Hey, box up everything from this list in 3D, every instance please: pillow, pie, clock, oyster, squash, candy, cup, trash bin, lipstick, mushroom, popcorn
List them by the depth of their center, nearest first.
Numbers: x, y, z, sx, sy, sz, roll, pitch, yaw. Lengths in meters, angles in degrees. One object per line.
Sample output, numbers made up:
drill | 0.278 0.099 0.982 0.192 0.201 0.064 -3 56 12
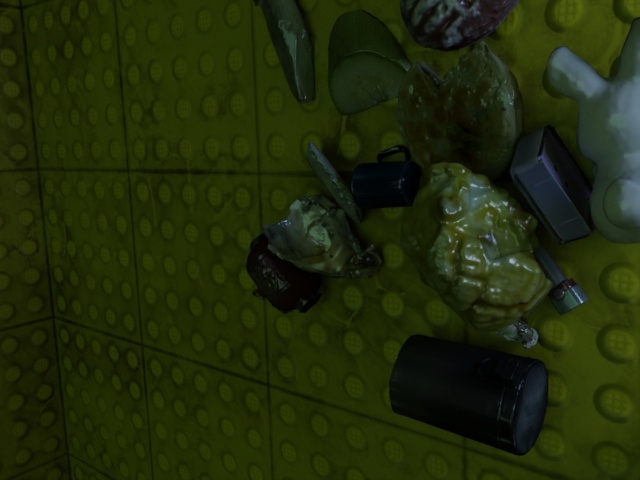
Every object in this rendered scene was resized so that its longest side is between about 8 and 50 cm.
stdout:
clock | 0.451 -0.105 1.162 0.073 0.144 0.193 -25 112 41
popcorn | 0.298 0.027 1.239 0.292 0.294 0.333 124 136 -54
candy | 0.292 -0.526 1.246 0.214 0.157 0.289 52 126 14
lipstick | 0.478 0.063 1.274 0.063 0.057 0.186 -44 68 36
pie | 0.298 -0.255 1.302 0.338 0.075 0.337 32 134 41
trash bin | 0.325 0.331 1.355 0.302 0.203 0.252 7 139 39
oyster | 0.399 0.164 1.371 0.199 0.061 0.106 61 146 16
cup | 0.160 -0.151 1.454 0.138 0.113 0.150 0 100 37
squash | 0.113 -0.454 1.498 0.237 0.155 0.204 -15 125 38
pillow | 0.034 -0.146 1.561 0.051 0.128 0.229 -34 72 -5
oyster | 0.001 0.002 1.598 0.275 0.100 0.270 -20 78 9
mushroom | -0.080 -0.532 1.598 0.107 0.087 0.333 -23 87 44

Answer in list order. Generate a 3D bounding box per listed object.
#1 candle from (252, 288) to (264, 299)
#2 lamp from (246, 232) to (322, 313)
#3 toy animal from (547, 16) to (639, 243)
candle | -0.144 0.150 1.811 0.162 0.048 0.053 -8 64 39
lamp | -0.107 0.088 1.678 0.258 0.180 0.180 49 125 21
toy animal | 0.535 -0.183 1.059 0.196 0.241 0.367 -13 91 38
